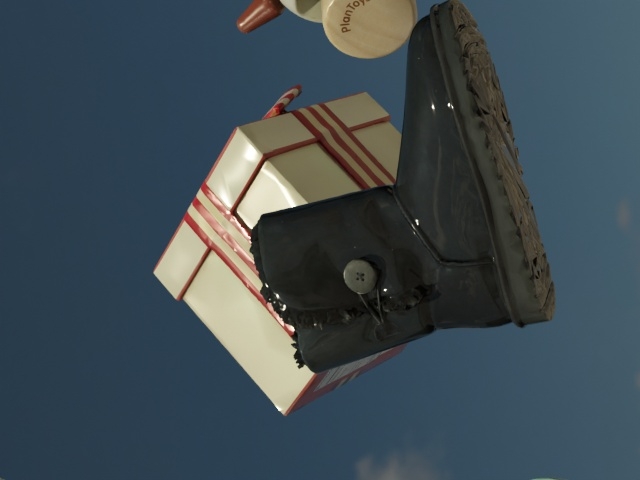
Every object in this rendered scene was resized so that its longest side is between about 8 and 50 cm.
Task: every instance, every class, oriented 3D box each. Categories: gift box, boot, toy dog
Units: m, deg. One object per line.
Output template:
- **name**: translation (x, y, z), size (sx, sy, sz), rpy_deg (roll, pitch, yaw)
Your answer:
- **gift box**: translation (0.000, 0.000, 1.477), size (0.258, 0.255, 0.276), rpy_deg (47, -147, 16)
- **boot**: translation (0.041, -0.030, 0.974), size (0.094, 0.207, 0.247), rpy_deg (-51, -54, -65)
- **toy dog**: translation (-0.048, -0.292, 1.135), size (0.334, 0.161, 0.220), rpy_deg (62, -167, -21)

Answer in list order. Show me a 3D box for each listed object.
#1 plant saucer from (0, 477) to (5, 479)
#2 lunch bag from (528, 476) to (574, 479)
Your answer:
- **plant saucer**: translation (-0.354, 0.246, 1.175), size (0.195, 0.195, 0.037), rpy_deg (45, -167, -51)
- **lunch bag**: translation (0.240, 0.350, 1.124), size (0.108, 0.224, 0.279), rpy_deg (37, -117, -51)
